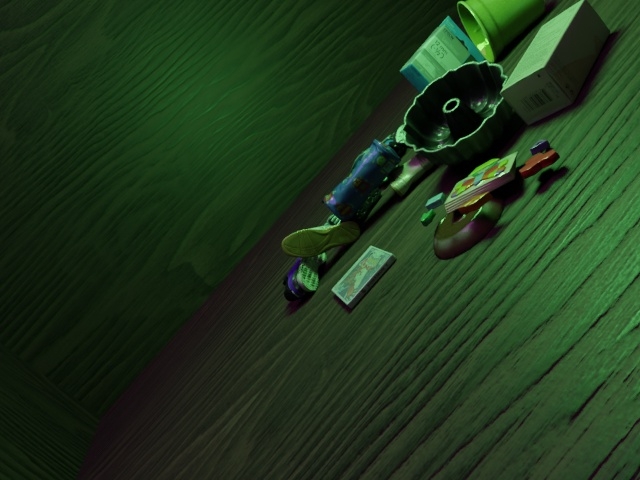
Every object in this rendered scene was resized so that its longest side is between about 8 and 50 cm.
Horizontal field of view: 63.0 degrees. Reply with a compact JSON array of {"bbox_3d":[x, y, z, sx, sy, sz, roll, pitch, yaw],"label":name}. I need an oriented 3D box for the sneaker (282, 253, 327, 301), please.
[{"bbox_3d":[-0.072,0.114,1.876,0.146,0.102,0.293,-41,14,28],"label":"sneaker"}]

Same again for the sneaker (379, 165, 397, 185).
[{"bbox_3d":[0.199,-0.239,2.057,0.256,0.094,0.151,-42,7,12],"label":"sneaker"}]

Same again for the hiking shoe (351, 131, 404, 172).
[{"bbox_3d":[0.236,-0.348,2.240,0.304,0.113,0.132,-40,14,31],"label":"hiking shoe"}]

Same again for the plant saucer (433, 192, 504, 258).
[{"bbox_3d":[0.326,-0.043,1.191,0.198,0.036,0.199,-44,14,14],"label":"plant saucer"}]

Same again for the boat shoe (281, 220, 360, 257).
[{"bbox_3d":[0.000,0.000,1.832,0.276,0.098,0.096,-12,1,-7],"label":"boat shoe"}]

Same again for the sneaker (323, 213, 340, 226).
[{"bbox_3d":[0.015,-0.006,2.068,0.224,0.083,0.098,-46,-9,-15],"label":"sneaker"}]

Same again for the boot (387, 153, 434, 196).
[{"bbox_3d":[0.307,-0.249,1.791,0.165,0.077,0.213,-44,18,18],"label":"boot"}]

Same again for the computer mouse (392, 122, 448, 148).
[{"bbox_3d":[0.358,-0.312,1.656,0.261,0.060,0.184,-11,55,27],"label":"computer mouse"}]

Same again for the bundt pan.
[{"bbox_3d":[0.404,-0.347,1.498,0.330,0.124,0.331,-28,40,27],"label":"bundt pan"}]

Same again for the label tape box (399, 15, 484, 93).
[{"bbox_3d":[0.530,-0.737,2.142,0.348,0.249,0.115,-50,12,-11],"label":"label tape box"}]

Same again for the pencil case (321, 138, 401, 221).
[{"bbox_3d":[0.141,-0.206,1.805,0.306,0.119,0.133,-48,11,17],"label":"pencil case"}]

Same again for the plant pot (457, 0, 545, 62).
[{"bbox_3d":[0.719,-0.888,2.046,0.253,0.276,0.276,-32,16,13],"label":"plant pot"}]

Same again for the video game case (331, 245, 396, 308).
[{"bbox_3d":[0.117,0.098,1.479,0.183,0.023,0.201,-48,13,-3],"label":"video game case"}]

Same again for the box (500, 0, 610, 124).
[{"bbox_3d":[0.605,-0.459,1.339,0.311,0.121,0.148,-53,14,-25],"label":"box"}]

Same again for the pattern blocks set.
[{"bbox_3d":[0.373,-0.136,1.204,0.324,0.026,0.285,-32,9,23],"label":"pattern blocks set"}]

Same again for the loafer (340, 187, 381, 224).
[{"bbox_3d":[0.145,-0.119,1.948,0.223,0.076,0.078,-49,7,-28],"label":"loafer"}]
